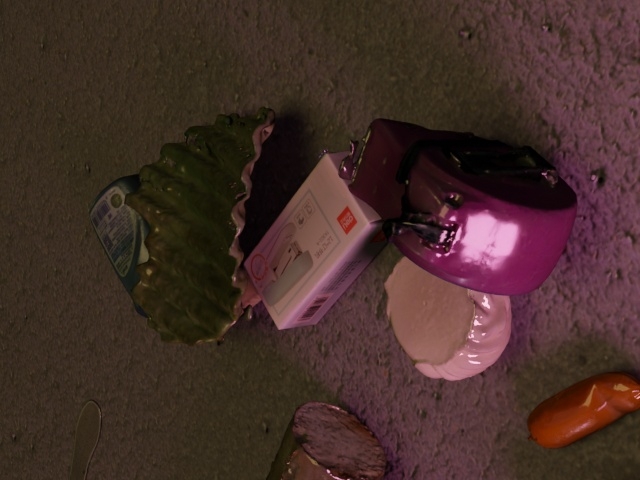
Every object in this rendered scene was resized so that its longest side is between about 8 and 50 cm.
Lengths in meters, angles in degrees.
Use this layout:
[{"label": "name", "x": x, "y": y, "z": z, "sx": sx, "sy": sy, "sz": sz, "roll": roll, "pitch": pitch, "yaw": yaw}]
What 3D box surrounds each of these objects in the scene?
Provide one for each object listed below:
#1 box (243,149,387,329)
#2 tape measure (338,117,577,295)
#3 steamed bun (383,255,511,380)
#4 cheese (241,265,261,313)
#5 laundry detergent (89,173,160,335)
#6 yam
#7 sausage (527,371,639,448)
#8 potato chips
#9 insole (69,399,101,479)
[{"label": "box", "x": 0.000, "y": 0.000, "z": 1.614, "sx": 0.269, "sy": 0.079, "sz": 0.135, "roll": -50, "pitch": 59, "yaw": 38}, {"label": "tape measure", "x": 0.171, "y": -0.045, "z": 1.303, "sx": 0.231, "sy": 0.245, "sz": 0.149, "roll": 50, "pitch": 128, "yaw": 52}, {"label": "steamed bun", "x": 0.172, "y": 0.084, "z": 1.421, "sx": 0.183, "sy": 0.106, "sz": 0.183, "roll": 4, "pitch": 95, "yaw": 44}, {"label": "cheese", "x": -0.136, "y": 0.088, "z": 1.800, "sx": 0.194, "sy": 0.043, "sz": 0.065, "roll": -41, "pitch": 61, "yaw": 44}, {"label": "laundry detergent", "x": -0.296, "y": 0.034, "z": 1.937, "sx": 0.143, "sy": 0.094, "sz": 0.290, "roll": -39, "pitch": 69, "yaw": 33}, {"label": "yam", "x": -0.018, "y": 0.396, "z": 1.619, "sx": 0.168, "sy": 0.168, "sz": 0.304, "roll": 41, "pitch": 123, "yaw": 36}, {"label": "sausage", "x": 0.312, "y": 0.198, "z": 1.321, "sx": 0.062, "sy": 0.054, "sz": 0.183, "roll": 44, "pitch": 130, "yaw": -6}, {"label": "potato chips", "x": -0.187, "y": -0.025, "z": 1.725, "sx": 0.389, "sy": 0.097, "sz": 0.373, "roll": -11, "pitch": 73, "yaw": 56}, {"label": "insole", "x": -0.474, "y": 0.415, "z": 2.230, "sx": 0.080, "sy": 0.003, "sz": 0.232, "roll": 38, "pitch": 121, "yaw": 38}]
